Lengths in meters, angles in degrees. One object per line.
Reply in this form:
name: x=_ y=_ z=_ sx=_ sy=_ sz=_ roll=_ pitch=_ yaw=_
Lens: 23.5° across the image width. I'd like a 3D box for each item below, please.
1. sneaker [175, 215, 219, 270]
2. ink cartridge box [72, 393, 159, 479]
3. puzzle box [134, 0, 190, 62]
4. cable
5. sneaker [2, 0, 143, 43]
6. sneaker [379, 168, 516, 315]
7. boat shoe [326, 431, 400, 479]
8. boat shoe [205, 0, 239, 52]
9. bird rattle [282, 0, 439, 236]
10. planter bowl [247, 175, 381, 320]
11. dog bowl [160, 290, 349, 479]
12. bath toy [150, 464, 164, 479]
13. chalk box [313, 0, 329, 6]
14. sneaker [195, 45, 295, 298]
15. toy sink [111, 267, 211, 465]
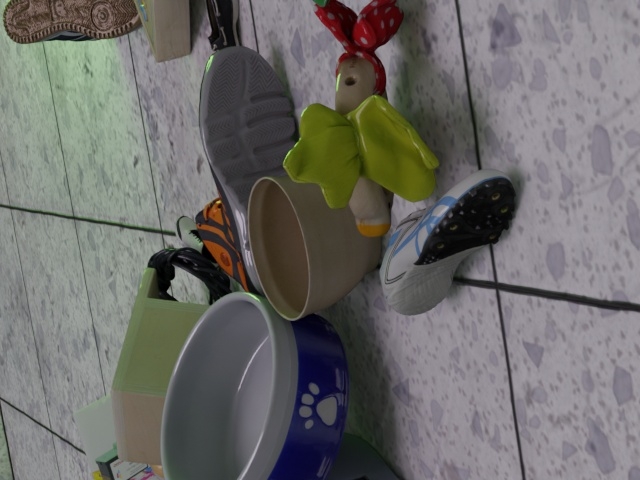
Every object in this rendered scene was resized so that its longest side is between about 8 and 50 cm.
sneaker: x=-0.171 y=0.005 z=2.195 sx=0.109 sy=0.040 sz=0.044 roll=57 pitch=146 yaw=23
ink cartridge box: x=-0.259 y=0.383 z=2.375 sx=0.201 sy=0.117 sz=0.278 roll=53 pitch=-167 yaw=-67
puzzle box: x=-0.235 y=-0.441 z=1.985 sx=0.409 sy=0.052 sz=0.272 roll=99 pitch=151 yaw=-67
cable: x=-0.183 y=0.073 z=2.184 sx=0.150 sy=0.047 sz=0.184 roll=26 pitch=141 yaw=34
sneaker: x=-0.330 y=-0.351 z=2.324 sx=0.282 sy=0.153 sz=0.099 roll=-1 pitch=99 yaw=35
sneaker: x=0.114 y=-0.009 z=1.495 sx=0.237 sy=0.085 sz=0.086 roll=124 pitch=136 yaw=-55
boat shoe: x=0.059 y=0.370 z=1.736 sx=0.367 sy=0.135 sz=0.156 roll=-137 pitch=41 yaw=-57
boat shoe: x=-0.125 y=-0.261 z=1.958 sx=0.046 sy=0.038 sz=0.125 roll=40 pitch=136 yaw=55
bird rattle: x=0.034 y=-0.121 z=1.524 sx=0.207 sy=0.143 sz=0.253 roll=77 pitch=-175 yaw=-49
planter bowl: x=0.000 y=0.000 z=1.718 sx=0.162 sy=0.109 sz=0.162 roll=40 pitch=136 yaw=55
dog bowl: x=-0.081 y=0.199 z=1.803 sx=0.265 sy=0.104 sz=0.265 roll=-35 pitch=46 yaw=47
bath toy: x=-0.207 y=0.254 z=2.247 sx=0.129 sy=0.151 sz=0.348 roll=-59 pitch=44 yaw=37
chalk box: x=0.007 y=-0.370 z=1.443 sx=0.180 sy=0.179 sz=0.289 roll=45 pitch=141 yaw=50
sneaker: x=-0.107 y=-0.074 z=1.901 sx=0.180 sy=0.124 sz=0.321 roll=1 pitch=102 yaw=65
toy sink: x=-0.195 y=0.172 z=2.109 sx=0.234 sy=0.131 sz=0.153 roll=-80 pitch=-5 yaw=-46
